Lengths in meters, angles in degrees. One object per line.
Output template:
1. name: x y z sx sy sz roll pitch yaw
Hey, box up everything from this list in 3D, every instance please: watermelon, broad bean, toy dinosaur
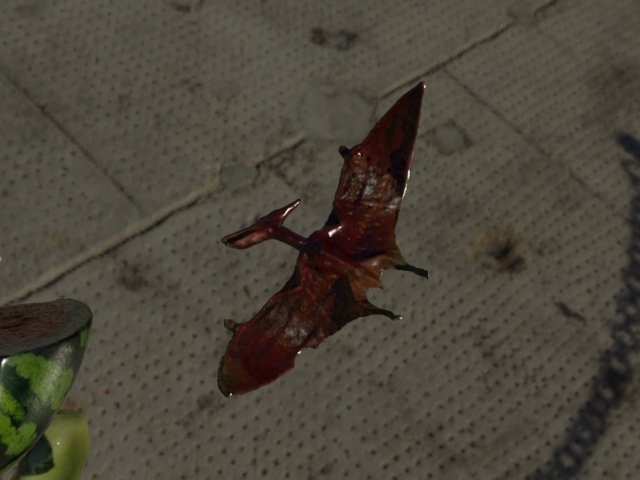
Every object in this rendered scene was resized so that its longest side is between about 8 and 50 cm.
1. watermelon: -0.181 0.067 0.564 0.094 0.125 0.135 27 31 -3
2. broad bean: -0.368 0.314 1.419 0.082 0.174 0.124 32 9 16
3. toy dinosaur: 0.010 -0.001 1.022 0.327 0.113 0.206 -35 62 1
